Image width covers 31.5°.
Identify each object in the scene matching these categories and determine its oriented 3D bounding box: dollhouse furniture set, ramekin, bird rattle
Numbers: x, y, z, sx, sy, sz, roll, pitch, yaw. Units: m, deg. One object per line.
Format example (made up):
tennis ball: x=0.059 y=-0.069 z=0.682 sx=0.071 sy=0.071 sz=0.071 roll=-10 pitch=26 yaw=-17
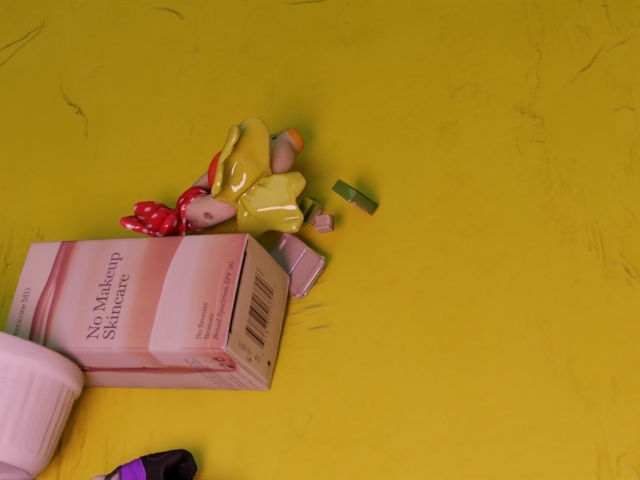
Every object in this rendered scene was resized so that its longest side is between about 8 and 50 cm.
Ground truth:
dollhouse furniture set: x=0.000 y=0.000 z=1.378 sx=0.076 sy=0.058 sz=0.151 roll=36 pitch=94 yaw=32
ramekin: x=-0.409 y=0.185 z=1.269 sx=0.273 sy=0.273 sz=0.127 roll=-2 pitch=67 yaw=24
bird rattle: x=-0.115 y=-0.055 z=1.422 sx=0.253 sy=0.143 sz=0.207 roll=-30 pitch=15 yaw=40

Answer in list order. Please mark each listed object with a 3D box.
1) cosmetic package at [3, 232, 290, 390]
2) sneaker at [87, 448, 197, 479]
cosmetic package: x=-0.202 y=0.085 z=1.323 sx=0.296 sy=0.129 sz=0.153 roll=-4 pitch=62 yaw=23
sneaker: x=-0.141 y=0.325 z=1.134 sx=0.146 sy=0.102 sz=0.293 roll=-28 pitch=48 yaw=2
